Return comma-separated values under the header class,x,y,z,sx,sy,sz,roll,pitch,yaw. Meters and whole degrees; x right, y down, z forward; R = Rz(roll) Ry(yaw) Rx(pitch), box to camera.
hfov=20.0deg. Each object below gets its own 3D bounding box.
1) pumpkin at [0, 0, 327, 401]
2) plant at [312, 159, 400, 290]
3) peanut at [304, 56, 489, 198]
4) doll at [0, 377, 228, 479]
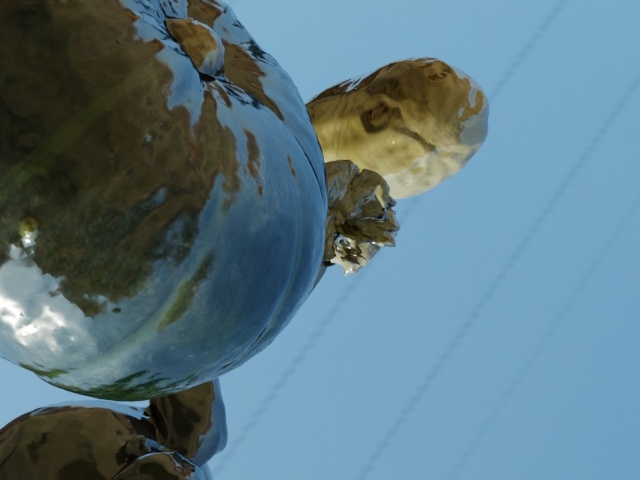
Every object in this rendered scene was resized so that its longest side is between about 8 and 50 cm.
class,x,y,z,sx,sy,sz,roll,pitch,yaw
pumpkin,-0.134,-0.050,1.013,0.207,0.300,0.300,-39,-144,22
plant,0.000,0.000,1.417,0.116,0.104,0.122,-9,-125,24
peanut,0.044,-0.087,1.575,0.236,0.110,0.120,-18,-103,45
doll,-0.128,0.279,1.306,0.382,0.378,0.252,-49,-163,26
